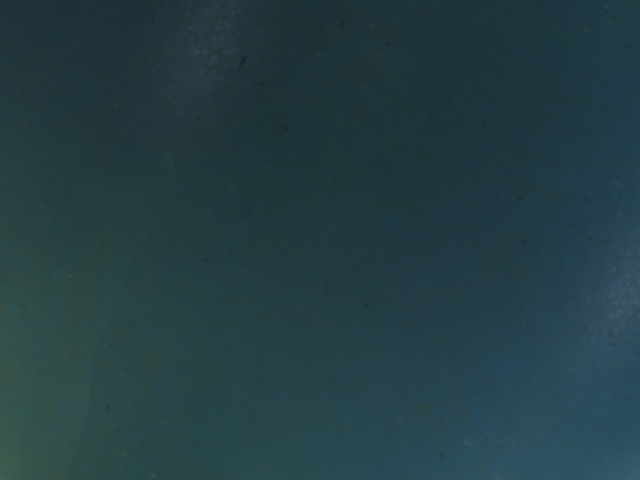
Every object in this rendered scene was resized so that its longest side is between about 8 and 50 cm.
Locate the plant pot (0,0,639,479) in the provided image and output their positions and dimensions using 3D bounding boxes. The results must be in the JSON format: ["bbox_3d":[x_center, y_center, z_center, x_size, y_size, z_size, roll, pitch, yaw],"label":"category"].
[{"bbox_3d":[0.000,0.000,0.466,0.293,0.293,0.235,12,-112,36],"label":"plant pot"}]
